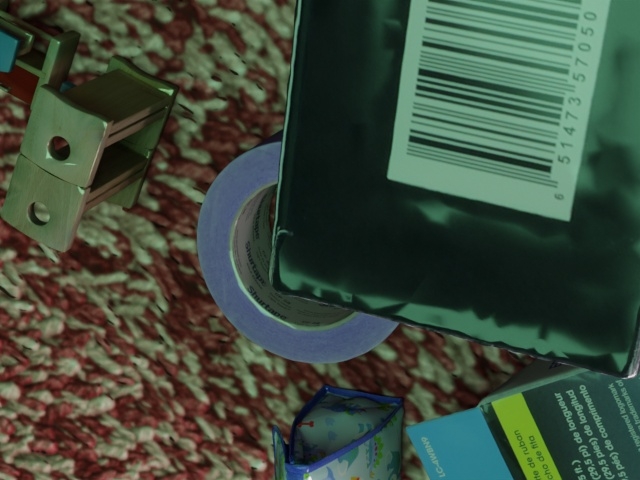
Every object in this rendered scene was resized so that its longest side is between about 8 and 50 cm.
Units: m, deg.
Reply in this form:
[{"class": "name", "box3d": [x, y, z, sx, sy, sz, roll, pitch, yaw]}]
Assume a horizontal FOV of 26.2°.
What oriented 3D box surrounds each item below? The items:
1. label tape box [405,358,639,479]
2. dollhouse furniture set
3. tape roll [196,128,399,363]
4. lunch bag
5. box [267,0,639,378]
[{"class": "label tape box", "box3d": [0.278, 0.182, 1.060, 0.348, 0.115, 0.249, -22, 98, 30]}, {"class": "dollhouse furniture set", "box3d": [-0.244, -0.101, 1.161, 0.184, 0.129, 0.129, 28, 116, 10]}, {"class": "tape roll", "box3d": [0.000, 0.000, 1.126, 0.189, 0.080, 0.189, 8, 111, 20]}, {"class": "lunch bag", "box3d": [0.007, 0.211, 1.155, 0.096, 0.151, 0.128, 6, 111, 20]}, {"class": "box", "box3d": [0.149, -0.142, 0.837, 0.212, 0.395, 0.293, 14, 112, 18]}]
